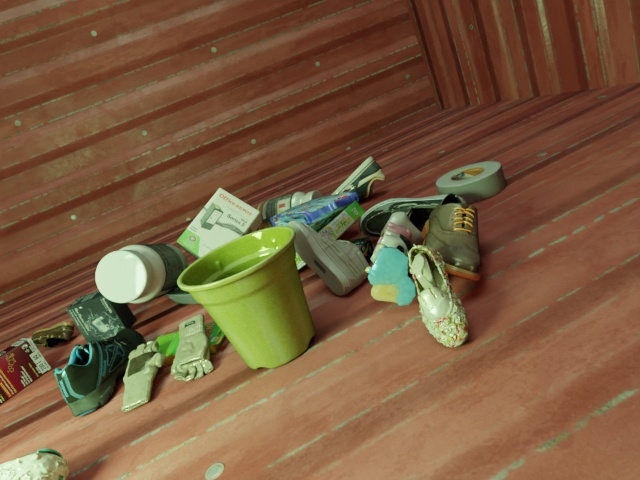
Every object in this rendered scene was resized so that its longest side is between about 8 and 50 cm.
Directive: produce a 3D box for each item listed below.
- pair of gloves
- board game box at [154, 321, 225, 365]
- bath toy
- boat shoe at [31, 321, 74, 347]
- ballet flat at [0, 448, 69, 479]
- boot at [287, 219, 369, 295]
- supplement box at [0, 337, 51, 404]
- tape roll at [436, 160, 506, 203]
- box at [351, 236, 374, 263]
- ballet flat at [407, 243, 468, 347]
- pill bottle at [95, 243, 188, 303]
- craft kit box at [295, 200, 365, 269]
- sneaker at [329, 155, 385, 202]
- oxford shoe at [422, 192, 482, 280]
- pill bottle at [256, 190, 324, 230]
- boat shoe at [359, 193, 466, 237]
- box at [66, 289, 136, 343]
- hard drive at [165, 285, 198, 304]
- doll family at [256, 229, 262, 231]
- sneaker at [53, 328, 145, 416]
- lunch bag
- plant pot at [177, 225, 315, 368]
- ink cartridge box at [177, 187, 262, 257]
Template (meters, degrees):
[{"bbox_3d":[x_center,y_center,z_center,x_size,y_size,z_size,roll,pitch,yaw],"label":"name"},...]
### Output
[{"bbox_3d":[-0.387,0.307,1.125,0.240,0.042,0.204,-28,34,-4],"label":"pair of gloves"},{"bbox_3d":[-0.362,0.283,1.223,0.260,0.039,0.124,-20,19,17],"label":"board game box"},{"bbox_3d":[0.200,0.037,1.130,0.151,0.129,0.348,-63,-4,25],"label":"bath toy"},{"bbox_3d":[-1.030,0.372,1.700,0.207,0.073,0.073,-21,57,23],"label":"boat shoe"},{"bbox_3d":[-0.658,0.505,0.792,0.409,0.146,0.147,-23,18,1],"label":"ballet flat"},{"bbox_3d":[0.026,0.029,1.230,0.123,0.258,0.095,-28,-21,-33],"label":"boot"},{"bbox_3d":[-1.006,0.431,1.402,0.073,0.130,0.239,-8,24,37],"label":"supplement box"},{"bbox_3d":[0.510,-0.196,1.517,0.219,0.072,0.219,-20,18,7],"label":"tape roll"},{"bbox_3d":[0.119,0.036,1.320,0.052,0.062,0.083,-10,22,30],"label":"box"},{"bbox_3d":[0.217,0.099,0.877,0.091,0.077,0.241,-38,34,22],"label":"ballet flat"},{"bbox_3d":[-0.629,0.114,1.602,0.204,0.204,0.361,-22,0,2],"label":"pill bottle"},{"bbox_3d":[0.000,0.000,1.436,0.247,0.061,0.250,-35,5,42],"label":"craft kit box"},{"bbox_3d":[0.144,-0.213,1.949,0.321,0.127,0.126,-42,4,22],"label":"sneaker"},{"bbox_3d":[0.317,-0.020,1.067,0.130,0.132,0.363,15,22,-2],"label":"oxford shoe"},{"bbox_3d":[-0.121,-0.116,1.885,0.279,0.162,0.162,-12,20,30],"label":"pill bottle"},{"bbox_3d":[0.272,-0.072,1.355,0.335,0.121,0.119,-13,15,20],"label":"boat shoe"},{"bbox_3d":[-0.771,0.261,1.572,0.158,0.155,0.093,-20,19,6],"label":"box"},{"bbox_3d":[-0.422,0.167,1.598,0.255,0.054,0.172,-8,22,40],"label":"hard drive"},{"bbox_3d":[-0.313,0.010,1.831,0.076,0.111,0.193,-5,25,44],"label":"doll family"},{"bbox_3d":[-0.592,0.317,1.225,0.125,0.139,0.341,-23,16,5],"label":"sneaker"},{"bbox_3d":[-0.012,-0.094,1.580,0.221,0.138,0.293,-25,-1,-29],"label":"lunch bag"},{"bbox_3d":[-0.140,0.140,1.016,0.276,0.253,0.276,-20,19,7],"label":"plant pot"},{"bbox_3d":[-0.385,-0.038,1.732,0.272,0.198,0.114,-56,-9,-16],"label":"ink cartridge box"}]
